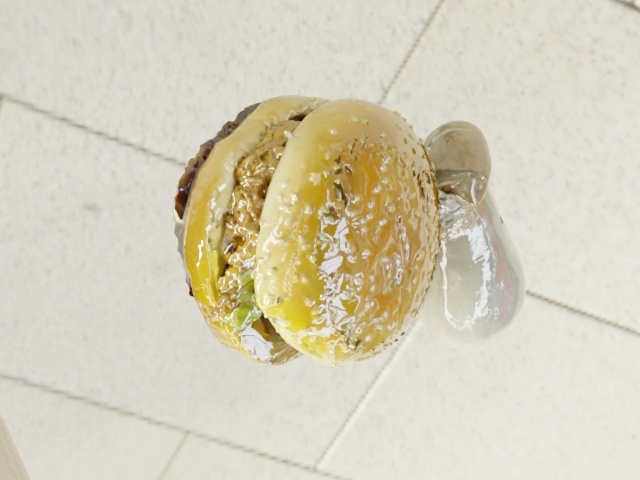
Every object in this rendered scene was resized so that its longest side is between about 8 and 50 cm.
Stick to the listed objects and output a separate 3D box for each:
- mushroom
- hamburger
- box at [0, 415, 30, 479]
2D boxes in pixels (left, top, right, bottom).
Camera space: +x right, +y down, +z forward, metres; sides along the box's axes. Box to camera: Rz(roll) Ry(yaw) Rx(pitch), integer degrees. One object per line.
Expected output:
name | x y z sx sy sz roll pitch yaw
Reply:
mushroom | 0.102 0.004 1.023 0.093 0.116 0.225 -11 153 11
hamburger | 0.006 0.000 0.880 0.118 0.182 0.191 16 160 35
box | -0.283 0.105 0.880 0.076 0.174 0.274 -35 129 -8
